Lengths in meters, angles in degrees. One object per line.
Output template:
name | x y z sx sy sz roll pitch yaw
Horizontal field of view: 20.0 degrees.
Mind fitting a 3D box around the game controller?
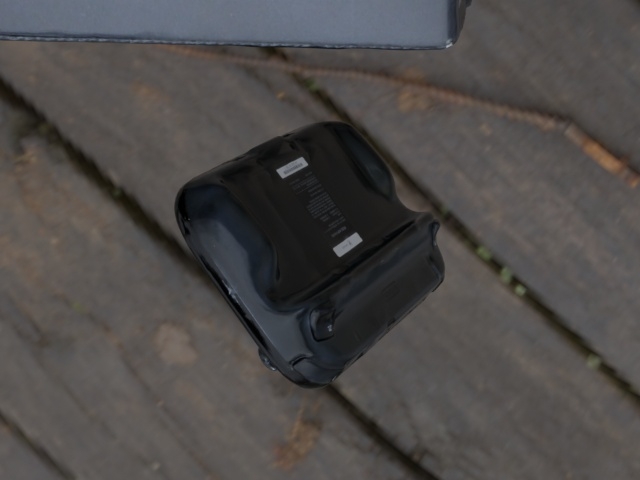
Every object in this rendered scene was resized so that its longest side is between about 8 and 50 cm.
game controller | 0.000 0.000 1.320 0.166 0.319 0.067 47 113 4

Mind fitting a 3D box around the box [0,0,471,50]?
box | -0.140 -0.370 1.133 0.480 0.297 0.472 1 102 5
